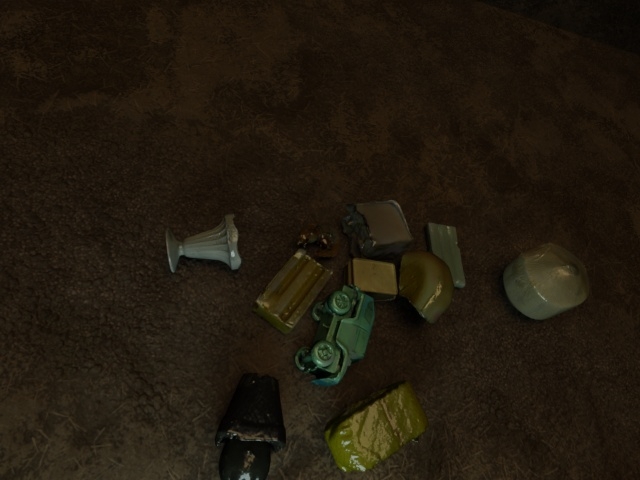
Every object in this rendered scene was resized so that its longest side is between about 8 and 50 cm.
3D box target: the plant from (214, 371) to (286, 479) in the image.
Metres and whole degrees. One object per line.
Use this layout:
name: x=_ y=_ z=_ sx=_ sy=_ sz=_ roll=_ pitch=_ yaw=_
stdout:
plant: x=-0.167 y=0.456 z=0.995 sx=0.164 sy=0.142 sz=0.256 roll=12 pitch=57 yaw=-12

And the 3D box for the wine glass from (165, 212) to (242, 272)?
wine glass: x=-0.327 y=0.012 z=1.165 sx=0.196 sy=0.165 sz=0.165 roll=-6 pitch=66 yaw=-16

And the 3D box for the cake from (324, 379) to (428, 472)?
cake: x=0.136 y=0.476 z=1.055 sx=0.260 sy=0.179 sz=0.156 roll=-20 pitch=70 yaw=-22

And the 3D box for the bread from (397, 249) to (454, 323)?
bread: x=0.340 y=0.142 z=1.271 sx=0.158 sy=0.156 sz=0.261 roll=37 pitch=49 yaw=-33

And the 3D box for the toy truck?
toy truck: x=0.045 y=0.264 z=1.152 sx=0.156 sy=0.155 sz=0.279 roll=28 pitch=59 yaw=-11

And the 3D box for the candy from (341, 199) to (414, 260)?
candy: x=0.183 y=-0.033 z=1.353 sx=0.195 sy=0.137 sz=0.185 roll=-10 pitch=67 yaw=-23

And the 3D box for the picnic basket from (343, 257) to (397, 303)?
picnic basket: x=0.154 y=0.126 z=1.290 sx=0.164 sy=0.079 sz=0.115 roll=11 pitch=59 yaw=-17

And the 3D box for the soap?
soap: x=-0.079 y=0.147 z=1.217 sx=0.135 sy=0.076 sz=0.233 roll=36 pitch=58 yaw=4

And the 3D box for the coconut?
coconut: x=0.760 y=0.131 z=1.381 sx=0.244 sy=0.247 sz=0.245 roll=7 pitch=61 yaw=-12

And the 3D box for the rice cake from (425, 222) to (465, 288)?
rice cake: x=0.436 y=0.049 z=1.441 sx=0.127 sy=0.043 sz=0.237 roll=9 pitch=62 yaw=-12

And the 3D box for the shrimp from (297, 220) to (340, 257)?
shrimp: x=0.001 y=-0.003 z=1.308 sx=0.132 sy=0.052 sz=0.187 roll=46 pitch=40 yaw=17
